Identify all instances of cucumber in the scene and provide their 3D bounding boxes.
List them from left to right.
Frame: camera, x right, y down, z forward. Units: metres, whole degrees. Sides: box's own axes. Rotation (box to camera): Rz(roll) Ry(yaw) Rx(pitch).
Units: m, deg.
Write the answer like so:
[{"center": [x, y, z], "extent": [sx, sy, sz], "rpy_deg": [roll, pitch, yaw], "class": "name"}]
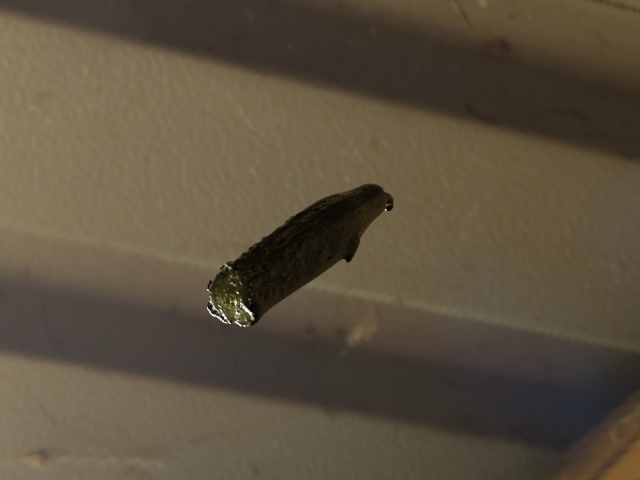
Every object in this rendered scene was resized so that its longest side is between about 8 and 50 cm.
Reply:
[{"center": [0.000, 0.000, 0.956], "extent": [0.163, 0.039, 0.043], "rpy_deg": [-34, -20, -44], "class": "cucumber"}]
